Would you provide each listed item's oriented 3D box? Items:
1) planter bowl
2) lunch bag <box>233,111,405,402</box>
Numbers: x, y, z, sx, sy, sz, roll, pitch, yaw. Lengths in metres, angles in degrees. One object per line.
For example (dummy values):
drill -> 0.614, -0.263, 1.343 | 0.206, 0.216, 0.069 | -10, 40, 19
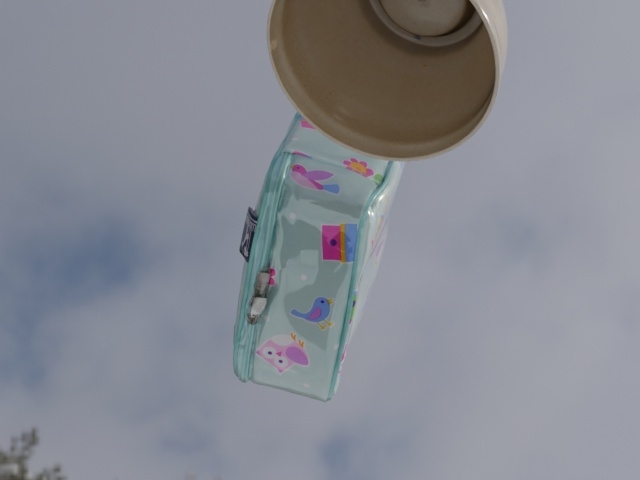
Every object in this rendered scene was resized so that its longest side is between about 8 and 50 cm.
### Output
planter bowl -> 0.058, -0.151, 0.972 | 0.162, 0.109, 0.162 | 14, -49, 16
lunch bag -> 0.000, 0.000, 1.240 | 0.108, 0.279, 0.224 | 17, -60, 4
